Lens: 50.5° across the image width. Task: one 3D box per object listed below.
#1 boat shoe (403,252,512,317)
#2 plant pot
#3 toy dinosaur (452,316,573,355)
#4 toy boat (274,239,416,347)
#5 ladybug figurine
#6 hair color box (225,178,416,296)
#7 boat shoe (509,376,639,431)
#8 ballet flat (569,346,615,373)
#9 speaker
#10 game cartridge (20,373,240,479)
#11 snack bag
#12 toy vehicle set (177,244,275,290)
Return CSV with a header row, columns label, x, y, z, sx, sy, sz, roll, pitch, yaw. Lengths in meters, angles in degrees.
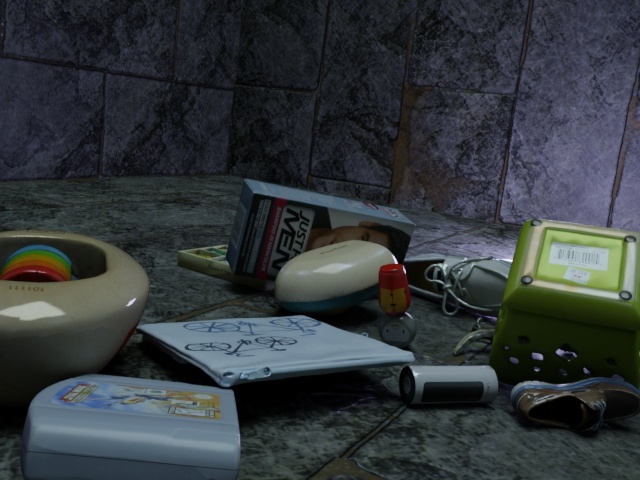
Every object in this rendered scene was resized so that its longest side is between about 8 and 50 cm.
label,x,y,z,sx,sy,sz,roll,pitch,yaw
boat shoe,0.294,0.089,1.487,0.156,0.135,0.367,0,10,-35
plant pot,0.398,0.099,1.069,0.228,0.207,0.227,9,44,22
toy dinosaur,0.352,0.173,1.279,0.268,0.064,0.118,0,18,-15
toy boat,0.062,0.100,1.294,0.268,0.148,0.318,-15,16,-29
ladybug figurine,-0.394,0.094,0.935,0.305,0.161,0.449,3,12,-16
hair color box,0.000,0.000,1.489,0.375,0.185,0.113,10,17,-21
boat shoe,0.364,0.236,0.949,0.183,0.066,0.066,-3,15,1
ballet flat,0.567,0.134,1.276,0.123,0.123,0.349,16,29,42
speaker,0.186,0.209,0.985,0.136,0.055,0.055,4,11,-18
game cartridge,-0.184,0.184,0.688,0.198,0.062,0.297,12,-5,-8
snack bag,-0.071,0.162,1.027,0.323,0.037,0.342,2,3,-33
toy vehicle set,-0.183,0.060,1.602,0.267,0.035,0.166,13,12,31
